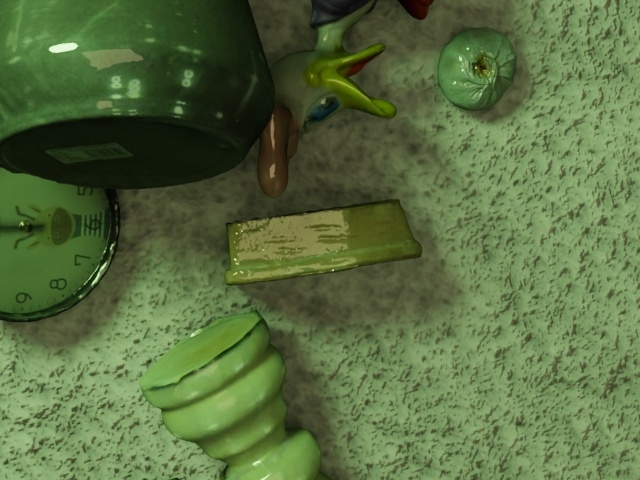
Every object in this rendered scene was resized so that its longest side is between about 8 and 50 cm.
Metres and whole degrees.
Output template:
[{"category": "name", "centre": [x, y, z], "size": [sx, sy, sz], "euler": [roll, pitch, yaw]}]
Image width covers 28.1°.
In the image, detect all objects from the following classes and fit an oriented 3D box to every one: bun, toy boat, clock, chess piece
[{"category": "bun", "centre": [0.152, -0.166, 1.231], "size": [0.083, 0.045, 0.083], "euler": [-1, 98, -10]}, {"category": "toy boat", "centre": [0.000, 0.000, 1.201], "size": [0.188, 0.116, 0.061], "euler": [-8, 90, -3]}, {"category": "clock", "centre": [-0.272, -0.014, 1.173], "size": [0.185, 0.040, 0.184], "euler": [-7, 104, -30]}, {"category": "chess piece", "centre": [-0.057, 0.202, 1.216], "size": [0.133, 0.133, 0.243], "euler": [-29, 102, -2]}]

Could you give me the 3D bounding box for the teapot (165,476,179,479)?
[{"category": "teapot", "centre": [-0.182, 0.270, 1.238], "size": [0.121, 0.068, 0.076], "euler": [-37, 123, -21]}]

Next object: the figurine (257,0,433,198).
[{"category": "figurine", "centre": [0.012, -0.248, 1.157], "size": [0.193, 0.154, 0.420], "euler": [2, 94, -1]}]

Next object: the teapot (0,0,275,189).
[{"category": "teapot", "centre": [-0.186, -0.227, 1.083], "size": [0.300, 0.253, 0.343], "euler": [-11, 73, 33]}]
